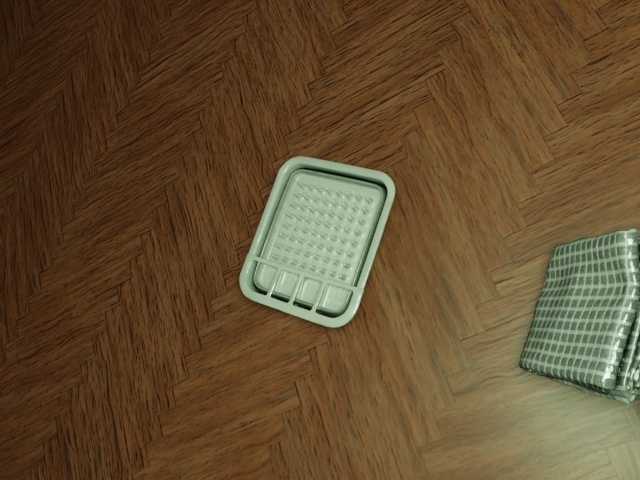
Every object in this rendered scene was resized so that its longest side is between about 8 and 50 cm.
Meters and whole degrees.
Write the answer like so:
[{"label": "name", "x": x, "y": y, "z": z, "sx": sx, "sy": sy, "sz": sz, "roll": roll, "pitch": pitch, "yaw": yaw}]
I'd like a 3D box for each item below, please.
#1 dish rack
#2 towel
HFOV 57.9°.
[{"label": "dish rack", "x": 0.000, "y": 0.000, "z": 1.223, "sx": 0.285, "sy": 0.072, "sz": 0.333, "roll": 15, "pitch": 82, "yaw": 29}, {"label": "towel", "x": 0.419, "y": 0.111, "z": 0.875, "sx": 0.121, "sy": 0.284, "sz": 0.235, "roll": 21, "pitch": 81, "yaw": -1}]
